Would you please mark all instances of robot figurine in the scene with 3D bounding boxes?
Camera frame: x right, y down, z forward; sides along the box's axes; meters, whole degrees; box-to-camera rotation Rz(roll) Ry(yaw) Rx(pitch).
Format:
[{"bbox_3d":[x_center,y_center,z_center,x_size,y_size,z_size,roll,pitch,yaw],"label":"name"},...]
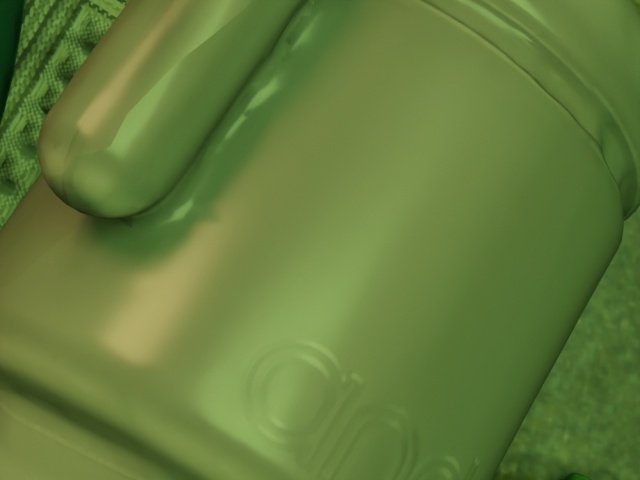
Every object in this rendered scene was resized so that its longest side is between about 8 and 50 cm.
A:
[{"bbox_3d":[0.000,0.000,0.563,0.200,0.300,0.353,22,70,27],"label":"robot figurine"}]

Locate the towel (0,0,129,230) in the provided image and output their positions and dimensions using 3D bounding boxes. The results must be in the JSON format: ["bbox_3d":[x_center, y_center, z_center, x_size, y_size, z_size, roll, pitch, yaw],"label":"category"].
[{"bbox_3d":[-0.168,-0.177,0.635,0.312,0.056,0.324,32,76,-9],"label":"towel"}]

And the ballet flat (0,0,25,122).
[{"bbox_3d":[-0.160,-0.165,0.559,0.124,0.116,0.342,9,78,6],"label":"ballet flat"}]

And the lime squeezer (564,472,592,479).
[{"bbox_3d":[0.258,0.190,0.699,0.310,0.110,0.058,22,92,16],"label":"lime squeezer"}]
